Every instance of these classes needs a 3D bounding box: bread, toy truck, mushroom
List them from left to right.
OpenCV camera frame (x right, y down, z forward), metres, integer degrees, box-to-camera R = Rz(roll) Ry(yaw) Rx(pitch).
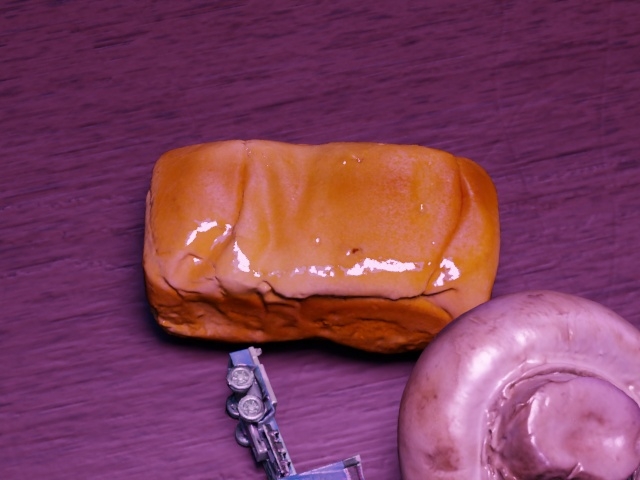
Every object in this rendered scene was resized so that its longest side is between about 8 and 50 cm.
[{"bbox_3d":[-0.022,0.165,1.467,0.081,0.067,0.175,-16,62,-15],"label":"toy truck"},{"bbox_3d":[0.000,0.000,1.500,0.294,0.132,0.167,5,56,2],"label":"bread"},{"bbox_3d":[0.183,0.160,1.399,0.255,0.184,0.255,5,73,-18],"label":"mushroom"}]
